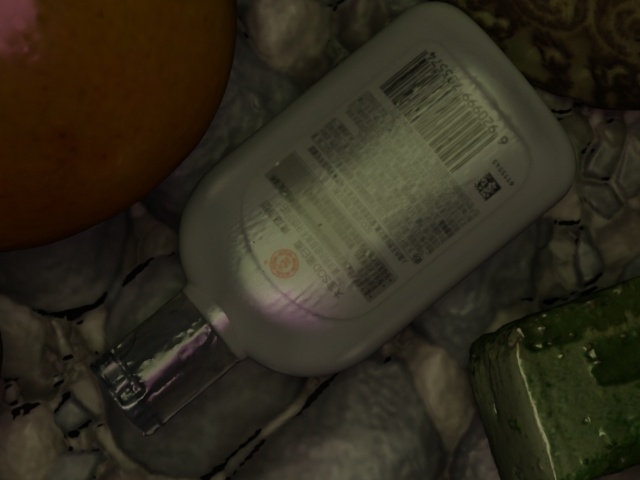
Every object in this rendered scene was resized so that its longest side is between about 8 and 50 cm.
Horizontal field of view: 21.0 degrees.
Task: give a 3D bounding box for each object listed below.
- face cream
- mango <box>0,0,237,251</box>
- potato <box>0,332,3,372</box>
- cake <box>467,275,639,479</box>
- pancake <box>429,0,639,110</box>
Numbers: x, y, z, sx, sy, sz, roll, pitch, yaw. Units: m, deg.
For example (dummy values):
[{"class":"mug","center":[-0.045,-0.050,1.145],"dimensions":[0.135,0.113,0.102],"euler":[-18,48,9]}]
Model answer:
[{"class":"face cream","center":[0.000,0.000,0.976],"dimensions":[0.291,0.071,0.144],"euler":[-41,86,-5]},{"class":"mango","center":[-0.262,-0.146,0.888],"dimensions":[0.446,0.300,0.232],"euler":[16,38,-10]},{"class":"potato","center":[-0.300,0.077,0.933],"dimensions":[0.262,0.165,0.165],"euler":[-5,83,11]},{"class":"cake","center":[0.204,0.063,0.954],"dimensions":[0.235,0.099,0.100],"euler":[-19,85,-3]},{"class":"pancake","center":[0.153,-0.191,0.912],"dimensions":[0.286,0.288,0.033],"euler":[21,44,29]}]
